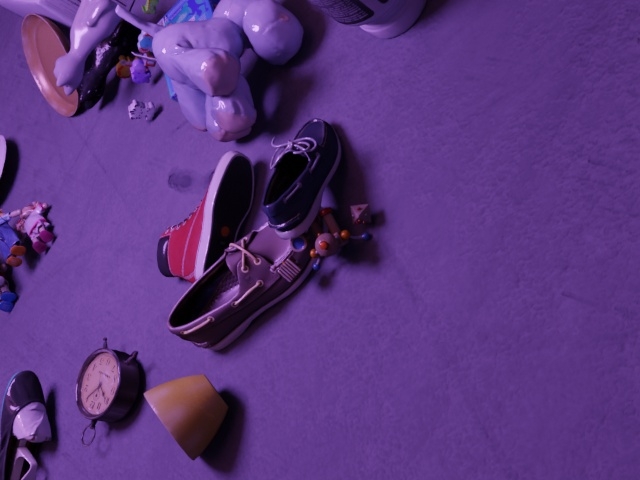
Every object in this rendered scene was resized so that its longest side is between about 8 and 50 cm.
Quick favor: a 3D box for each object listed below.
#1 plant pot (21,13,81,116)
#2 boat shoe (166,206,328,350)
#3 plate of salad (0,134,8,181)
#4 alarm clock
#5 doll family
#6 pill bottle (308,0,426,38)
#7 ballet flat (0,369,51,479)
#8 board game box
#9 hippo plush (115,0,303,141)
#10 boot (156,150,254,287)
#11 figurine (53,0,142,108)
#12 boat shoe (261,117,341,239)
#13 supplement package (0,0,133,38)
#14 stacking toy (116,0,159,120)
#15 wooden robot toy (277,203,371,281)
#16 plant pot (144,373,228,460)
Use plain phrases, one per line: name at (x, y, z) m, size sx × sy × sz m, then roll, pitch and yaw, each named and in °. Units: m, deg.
plant pot at (-0.590, -0.392, 2.122) m, size 0.236 × 0.032 × 0.236 m, roll 34°, pitch 139°, yaw 37°
boat shoe at (-0.120, 0.054, 1.551) m, size 0.324 × 0.097 × 0.116 m, roll -44°, pitch 49°, yaw 21°
plate of salad at (-0.786, -0.155, 2.280) m, size 0.200 × 0.048 × 0.199 m, roll -28°, pitch 52°, yaw 44°
alarm clock at (-0.390, 0.281, 1.729) m, size 0.129 × 0.064 × 0.192 m, roll 18°, pitch 84°, yaw 45°
doll family at (-0.700, 0.014, 2.081) m, size 0.263 × 0.118 × 0.163 m, roll -55°, pitch 46°, yaw 11°
pill bottle at (0.036, -0.431, 1.478) m, size 0.162 × 0.278 × 0.162 m, roll -17°, pitch 62°, yaw 36°
ballet flat at (-0.568, 0.394, 1.836) m, size 0.096 × 0.095 × 0.280 m, roll 13°, pitch 92°, yaw 35°
board game box at (-0.250, -0.393, 1.885) m, size 0.160 × 0.047 × 0.210 m, roll -38°, pitch 51°, yaw 26°
hippo plush at (-0.159, -0.335, 1.710) m, size 0.236 × 0.234 × 0.294 m, roll -42°, pitch 59°, yaw -18°
boot at (-0.215, -0.046, 1.689) m, size 0.176 × 0.088 × 0.244 m, roll 12°, pitch 85°, yaw 46°
figurine at (-0.469, -0.385, 1.971) m, size 0.092 × 0.215 × 0.209 m, roll 25°, pitch 89°, yaw 7°
boat shoe at (-0.037, -0.115, 1.503) m, size 0.095 × 0.079 × 0.254 m, roll -10°, pitch 42°, yaw 34°
supplement package at (-0.581, -0.552, 2.141) m, size 0.262 × 0.204 × 0.145 m, roll 20°, pitch 85°, yaw 45°
stacking toy at (-0.354, -0.371, 1.914) m, size 0.221 × 0.052 × 0.167 m, roll -62°, pitch 38°, yaw 39°
wooden robot toy at (0.000, 0.000, 1.443) m, size 0.173 × 0.079 × 0.076 m, roll -32°, pitch 91°, yaw 13°
plant pot at (-0.206, 0.270, 1.535) m, size 0.095 × 0.134 × 0.134 m, roll -37°, pitch 46°, yaw -10°
